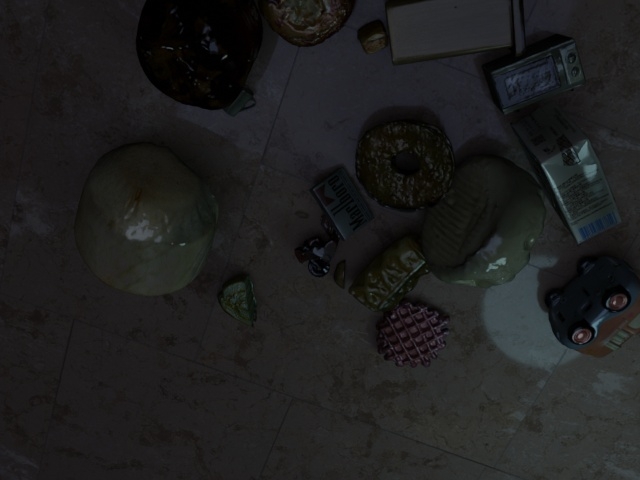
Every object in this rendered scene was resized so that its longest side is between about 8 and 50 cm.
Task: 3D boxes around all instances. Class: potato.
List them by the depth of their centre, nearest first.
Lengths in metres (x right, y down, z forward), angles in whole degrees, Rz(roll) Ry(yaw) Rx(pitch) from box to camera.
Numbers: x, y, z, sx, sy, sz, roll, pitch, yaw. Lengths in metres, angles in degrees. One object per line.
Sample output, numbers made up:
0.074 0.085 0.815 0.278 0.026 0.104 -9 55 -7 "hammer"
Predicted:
0.056 0.106 1.879 0.036 0.037 0.093 5 113 8 "potato"

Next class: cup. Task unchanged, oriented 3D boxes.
-0.222 -0.382 1.706 0.083 0.075 0.054 -46 65 23 "cup"

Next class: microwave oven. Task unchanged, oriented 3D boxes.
0.526 -0.409 1.555 0.205 0.163 0.129 -20 108 14 "microwave oven"

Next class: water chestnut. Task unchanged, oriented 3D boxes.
-0.311 -0.478 1.519 0.335 0.347 0.335 9 120 15 "water chestnut"

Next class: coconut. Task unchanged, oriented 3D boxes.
-0.476 -0.048 1.706 0.415 0.344 0.416 23 123 41 "coconut"

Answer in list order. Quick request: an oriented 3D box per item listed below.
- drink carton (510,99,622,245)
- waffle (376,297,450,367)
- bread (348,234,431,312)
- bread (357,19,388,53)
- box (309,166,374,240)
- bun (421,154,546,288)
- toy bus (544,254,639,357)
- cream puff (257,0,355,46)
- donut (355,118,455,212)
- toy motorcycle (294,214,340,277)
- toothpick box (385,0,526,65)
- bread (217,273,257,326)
0.622 -0.167 1.574 0.132 0.194 0.324 -32 128 15 "drink carton"
0.279 0.292 1.923 0.221 0.055 0.234 18 113 -2 "waffle"
0.217 0.090 1.807 0.152 0.130 0.268 25 114 -41 "bread"
0.130 -0.513 1.571 0.074 0.132 0.053 -21 120 13 "bread"
0.062 -0.102 1.764 0.115 0.036 0.177 -37 104 -14 "box"
0.434 -0.036 1.651 0.211 0.360 0.360 21 115 -28 "bun"
0.802 0.201 1.769 0.232 0.194 0.288 32 111 -16 "toy bus"
-0.036 -0.602 1.535 0.240 0.164 0.240 5 127 6 "cream puff"
0.235 -0.209 1.668 0.272 0.107 0.272 11 117 22 "donut"
0.000 0.000 1.818 0.118 0.084 0.213 24 102 -1 "toy motorcycle"
0.322 -0.530 1.522 0.308 0.190 0.188 -6 113 12 "toothpick box"
-0.257 0.186 1.905 0.110 0.103 0.156 -8 105 3 "bread"
